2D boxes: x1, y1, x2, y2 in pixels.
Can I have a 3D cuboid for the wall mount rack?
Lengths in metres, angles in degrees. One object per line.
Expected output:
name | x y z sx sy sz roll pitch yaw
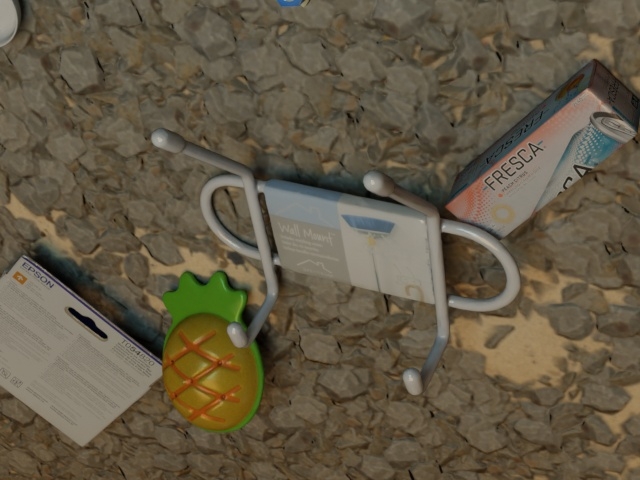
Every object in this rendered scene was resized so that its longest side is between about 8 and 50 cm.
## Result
wall mount rack | 0.000 0.000 0.999 0.350 0.130 0.304 12 138 25

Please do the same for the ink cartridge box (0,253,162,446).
ink cartridge box | -0.314 0.129 1.309 0.223 0.045 0.224 41 128 -12

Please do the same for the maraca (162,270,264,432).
maraca | -0.123 0.126 1.206 0.127 0.099 0.185 -2 98 20

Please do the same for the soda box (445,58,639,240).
soda box | 0.195 -0.074 0.957 0.063 0.058 0.183 39 129 -10

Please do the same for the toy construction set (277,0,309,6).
toy construction set | -0.158 -0.302 0.875 0.328 0.151 0.215 4 127 5

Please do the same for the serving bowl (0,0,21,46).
serving bowl | -0.329 -0.233 1.058 0.083 0.027 0.083 11 128 14
